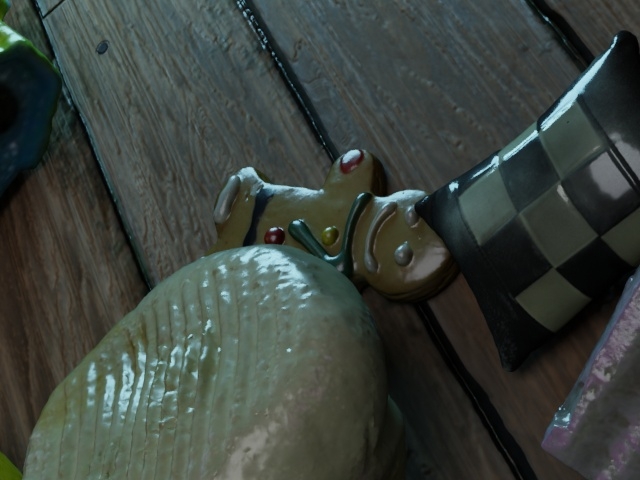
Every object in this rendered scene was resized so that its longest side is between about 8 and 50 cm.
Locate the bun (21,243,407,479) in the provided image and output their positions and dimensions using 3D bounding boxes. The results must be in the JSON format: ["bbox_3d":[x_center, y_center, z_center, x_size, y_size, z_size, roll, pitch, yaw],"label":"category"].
[{"bbox_3d":[-0.076,0.184,1.034,0.365,0.219,0.365,-27,39,24],"label":"bun"}]

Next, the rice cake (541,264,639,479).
[{"bbox_3d":[0.273,0.060,0.902,0.106,0.050,0.298,30,102,8],"label":"rice cake"}]

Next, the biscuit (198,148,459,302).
[{"bbox_3d":[0.000,0.000,1.186,0.301,0.049,0.197,3,71,34],"label":"biscuit"}]

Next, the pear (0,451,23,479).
[{"bbox_3d":[-0.405,0.330,1.091,0.362,0.362,0.418,-49,49,3],"label":"pear"}]

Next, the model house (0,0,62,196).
[{"bbox_3d":[-0.465,-0.171,1.477,0.303,0.215,0.237,-51,50,-3],"label":"model house"}]

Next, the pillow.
[{"bbox_3d":[0.205,-0.029,1.015,0.250,0.106,0.186,-40,60,28],"label":"pillow"}]
